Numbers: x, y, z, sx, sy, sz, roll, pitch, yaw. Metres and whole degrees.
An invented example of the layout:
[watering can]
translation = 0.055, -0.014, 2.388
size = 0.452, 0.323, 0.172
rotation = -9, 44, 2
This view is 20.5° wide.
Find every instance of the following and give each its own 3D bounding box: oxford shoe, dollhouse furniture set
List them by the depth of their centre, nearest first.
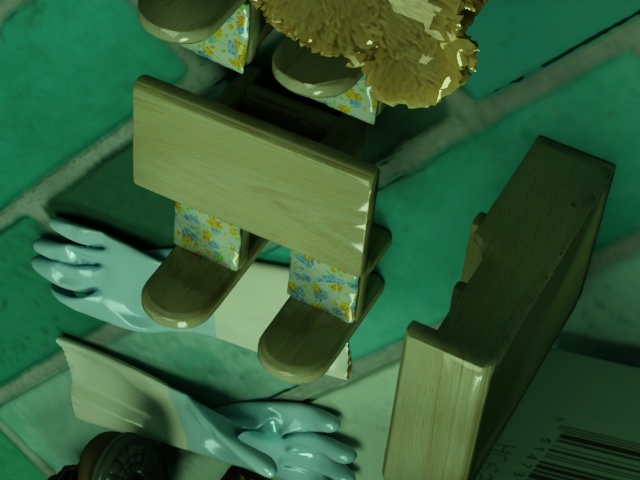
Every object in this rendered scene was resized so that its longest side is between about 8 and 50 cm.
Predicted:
[dollhouse furniture set]
translation = 0.000, 0.000, 0.892
size = 0.242, 0.161, 0.212
rotation = 23, 138, 16
[oxford shoe]
translation = -0.161, 0.192, 1.235
size = 0.096, 0.083, 0.227
rotation = 32, 147, 13

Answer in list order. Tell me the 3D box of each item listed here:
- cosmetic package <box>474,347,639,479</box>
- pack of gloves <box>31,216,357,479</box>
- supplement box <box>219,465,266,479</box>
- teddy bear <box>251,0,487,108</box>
[cosmetic package]
translation = 0.155, 0.314, 0.959
size = 0.161, 0.230, 0.453
rotation = 11, 125, 32
[pack of gloves]
translation = -0.088, 0.085, 1.125
size = 0.232, 0.046, 0.195
rotation = 12, 135, 26
[supplement box]
translation = -0.065, 0.286, 1.231
size = 0.073, 0.130, 0.239
rotation = 22, 136, 18
[teddy bear]
translation = 0.089, -0.208, 0.697
size = 0.245, 0.113, 0.338
rotation = 22, 130, 6
